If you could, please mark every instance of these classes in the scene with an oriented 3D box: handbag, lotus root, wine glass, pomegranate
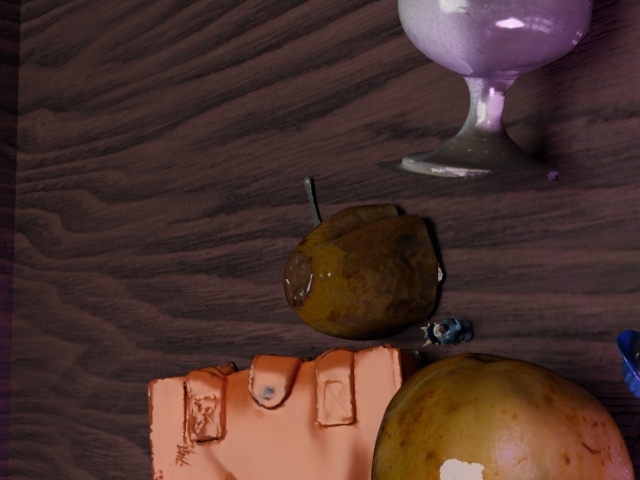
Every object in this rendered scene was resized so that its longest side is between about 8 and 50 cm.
[{"bbox_3d":[-0.046,0.304,1.639,0.410,0.116,0.303,-11,78,26],"label":"handbag"},{"bbox_3d":[0.038,0.037,1.636,0.188,0.180,0.199,-41,54,52],"label":"lotus root"},{"bbox_3d":[0.194,-0.237,1.383,0.238,0.238,0.323,15,103,56],"label":"wine glass"},{"bbox_3d":[0.191,0.259,1.293,0.307,0.307,0.307,-10,78,56],"label":"pomegranate"}]

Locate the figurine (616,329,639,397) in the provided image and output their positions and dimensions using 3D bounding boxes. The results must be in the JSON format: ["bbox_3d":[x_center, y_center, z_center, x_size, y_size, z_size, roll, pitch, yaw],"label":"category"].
[{"bbox_3d":[0.374,0.116,1.226,0.136,0.079,0.077,-26,59,27],"label":"figurine"}]

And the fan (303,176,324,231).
[{"bbox_3d":[0.000,0.000,1.847,0.132,0.009,0.220,-37,57,46],"label":"fan"}]

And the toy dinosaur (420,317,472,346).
[{"bbox_3d":[0.164,0.119,1.548,0.083,0.047,0.030,-26,63,54],"label":"toy dinosaur"}]
